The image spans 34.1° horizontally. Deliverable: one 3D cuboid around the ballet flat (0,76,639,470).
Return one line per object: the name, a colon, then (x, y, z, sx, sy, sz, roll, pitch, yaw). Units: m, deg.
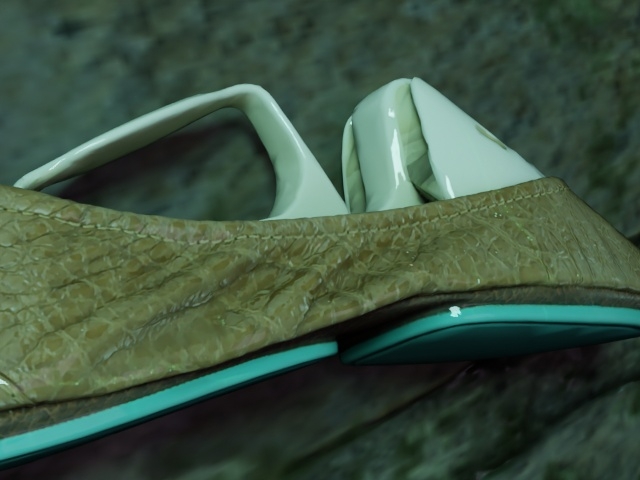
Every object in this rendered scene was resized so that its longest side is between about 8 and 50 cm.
ballet flat: (0.000, 0.000, 0.403, 0.342, 0.116, 0.124, -7, 78, -30)
